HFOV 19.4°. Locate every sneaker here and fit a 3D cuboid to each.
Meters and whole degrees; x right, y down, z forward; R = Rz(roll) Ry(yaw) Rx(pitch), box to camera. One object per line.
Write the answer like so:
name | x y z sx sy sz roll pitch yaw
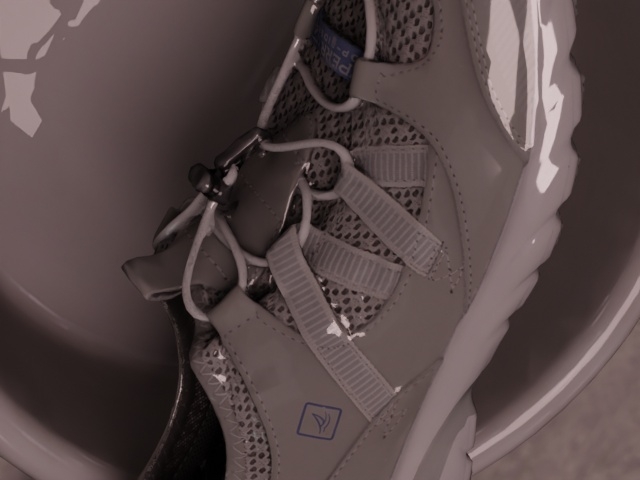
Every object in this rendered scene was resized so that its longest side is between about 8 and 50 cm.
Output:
sneaker | 0.000 0.000 0.578 0.115 0.105 0.281 3 109 -21

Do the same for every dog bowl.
dog bowl | -0.016 -0.050 0.670 0.349 0.102 0.349 -6 111 -17
